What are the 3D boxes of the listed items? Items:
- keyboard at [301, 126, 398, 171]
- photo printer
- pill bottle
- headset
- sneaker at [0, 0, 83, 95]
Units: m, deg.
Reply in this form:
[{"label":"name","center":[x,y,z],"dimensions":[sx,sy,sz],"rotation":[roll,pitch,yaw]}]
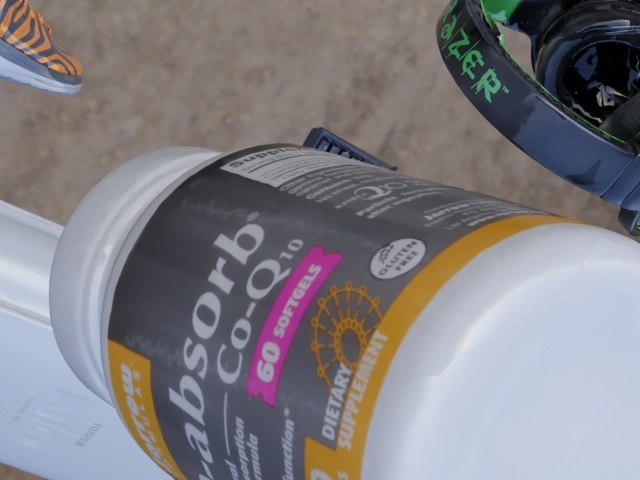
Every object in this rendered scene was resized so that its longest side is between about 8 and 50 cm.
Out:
[{"label":"keyboard","center":[0.000,0.000,1.348],"dimensions":[0.180,0.108,0.023],"rotation":[-58,-172,27]},{"label":"photo printer","center":[-0.187,0.105,1.270],"dimensions":[0.307,0.107,0.256],"rotation":[24,142,-18]},{"label":"pill bottle","center":[0.008,0.047,0.658],"dimensions":[0.162,0.278,0.162],"rotation":[-10,108,-35]},{"label":"headset","center":[0.283,-0.131,1.338],"dimensions":[0.394,0.243,0.185],"rotation":[15,127,-34]},{"label":"sneaker","center":[-0.364,-0.283,1.913],"dimensions":[0.321,0.124,0.180],"rotation":[15,92,-69]}]
